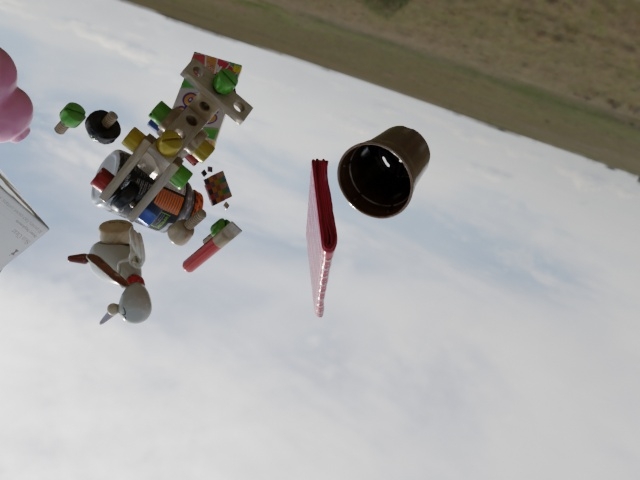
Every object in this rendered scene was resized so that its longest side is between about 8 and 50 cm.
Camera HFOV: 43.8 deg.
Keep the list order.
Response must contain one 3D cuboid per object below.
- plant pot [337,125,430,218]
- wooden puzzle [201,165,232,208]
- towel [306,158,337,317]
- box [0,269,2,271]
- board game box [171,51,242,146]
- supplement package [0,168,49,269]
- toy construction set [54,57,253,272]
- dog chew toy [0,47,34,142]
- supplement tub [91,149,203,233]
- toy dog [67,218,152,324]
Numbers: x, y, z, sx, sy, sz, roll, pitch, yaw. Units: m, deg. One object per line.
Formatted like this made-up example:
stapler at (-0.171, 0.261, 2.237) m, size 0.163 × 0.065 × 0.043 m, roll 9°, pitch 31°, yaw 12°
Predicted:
plant pot at (0.145, -0.154, 1.658) m, size 0.167 × 0.167 × 0.165 m, roll 23°, pitch -145°, yaw 18°
wooden puzzle at (-0.181, -0.092, 1.396) m, size 0.006 × 0.083 × 0.049 m, roll -5°, pitch -161°, yaw 41°
towel at (0.000, 0.000, 1.482) m, size 0.031 × 0.275 × 0.199 m, roll -3°, pitch -120°, yaw -6°
box at (-0.817, 0.022, 1.515) m, size 0.345 × 0.215 × 0.168 m, roll 43°, pitch -147°, yaw -21°
board game box at (-0.283, -0.332, 1.912) m, size 0.124 × 0.259 × 0.039 m, roll 16°, pitch 156°, yaw -2°
supplement package at (-0.495, -0.079, 0.973) m, size 0.204 × 0.145 × 0.262 m, roll 45°, pitch 171°, yaw 20°
toy construction set at (-0.205, -0.136, 1.264) m, size 0.257 × 0.237 × 0.309 m, roll -23°, pitch -99°, yaw -53°
dog chew toy at (-0.711, -0.336, 1.599) m, size 0.332 × 0.206 × 0.206 m, roll 55°, pitch 173°, yaw -30°
supplement tub at (-0.326, -0.085, 1.511) m, size 0.190 × 0.117 × 0.117 m, roll 26°, pitch -173°, yaw -34°
toy dog at (-0.485, 0.075, 1.806) m, size 0.161 × 0.220 × 0.334 m, roll -10°, pitch -171°, yaw -17°
